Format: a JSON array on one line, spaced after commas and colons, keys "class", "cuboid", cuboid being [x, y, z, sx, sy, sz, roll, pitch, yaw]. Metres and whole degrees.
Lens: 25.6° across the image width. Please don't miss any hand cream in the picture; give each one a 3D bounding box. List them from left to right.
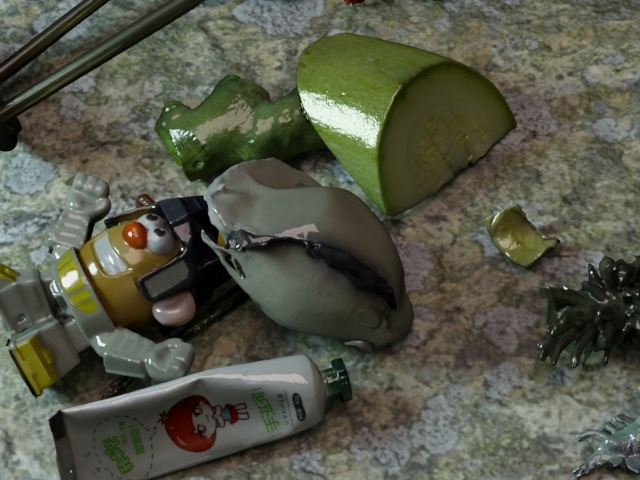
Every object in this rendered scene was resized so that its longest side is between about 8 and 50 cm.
[{"class": "hand cream", "cuboid": [-0.130, 0.198, 1.560, 0.336, 0.121, 0.076, -15, 27, -9]}]

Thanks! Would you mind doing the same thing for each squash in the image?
[{"class": "squash", "cuboid": [0.093, -0.173, 1.783, 0.237, 0.204, 0.155, -38, 28, -29]}]

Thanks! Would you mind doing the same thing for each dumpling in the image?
[{"class": "dumpling", "cuboid": [0.006, 0.000, 1.612, 0.293, 0.163, 0.204, 35, 62, -15]}]

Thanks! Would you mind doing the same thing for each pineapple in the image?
[{"class": "pineapple", "cuboid": [0.389, 0.060, 1.598, 0.340, 0.169, 0.169, -27, 59, -6]}]

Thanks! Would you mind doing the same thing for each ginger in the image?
[{"class": "ginger", "cuboid": [-0.069, -0.161, 1.800, 0.290, 0.089, 0.137, -11, 48, -2]}]

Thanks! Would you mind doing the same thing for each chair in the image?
[{"class": "chair", "cuboid": [-0.366, -0.356, 1.742, 0.410, 0.362, 0.364, -45, 26, 1]}]

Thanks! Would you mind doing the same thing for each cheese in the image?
[{"class": "cheese", "cuboid": [0.240, -0.008, 1.706, 0.060, 0.041, 0.084, -39, 78, -12]}]

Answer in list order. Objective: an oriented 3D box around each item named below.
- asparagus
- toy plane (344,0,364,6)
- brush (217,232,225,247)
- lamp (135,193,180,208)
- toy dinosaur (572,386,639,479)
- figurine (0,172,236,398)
[{"class": "asparagus", "cuboid": [-0.172, 0.121, 1.659, 0.233, 0.023, 0.022, -38, 18, -20]}, {"class": "toy plane", "cuboid": [0.127, -0.358, 1.929, 0.194, 0.077, 0.126, -40, 59, -12]}, {"class": "brush", "cuboid": [-0.123, 0.004, 1.738, 0.272, 0.013, 0.103, 0, 56, 4]}, {"class": "lamp", "cuboid": [-0.191, -0.034, 1.748, 0.083, 0.031, 0.063, -4, 38, 1]}, {"class": "toy dinosaur", "cuboid": [0.367, 0.205, 1.556, 0.209, 0.039, 0.082, -38, 65, -7]}, {"class": "figurine", "cuboid": [-0.239, 0.049, 1.637, 0.308, 0.143, 0.309, 1, 73, -3]}]
